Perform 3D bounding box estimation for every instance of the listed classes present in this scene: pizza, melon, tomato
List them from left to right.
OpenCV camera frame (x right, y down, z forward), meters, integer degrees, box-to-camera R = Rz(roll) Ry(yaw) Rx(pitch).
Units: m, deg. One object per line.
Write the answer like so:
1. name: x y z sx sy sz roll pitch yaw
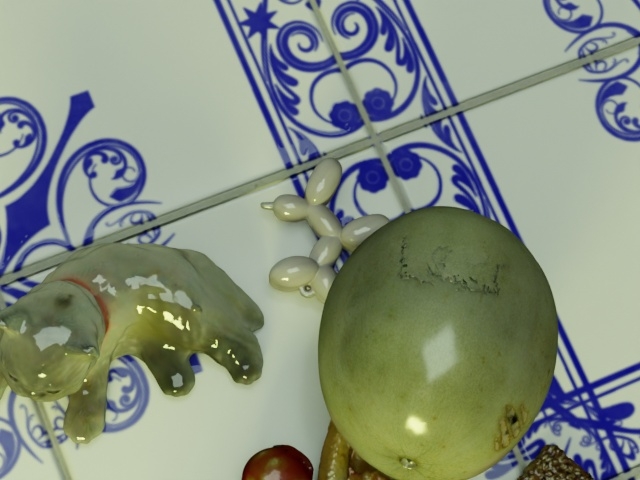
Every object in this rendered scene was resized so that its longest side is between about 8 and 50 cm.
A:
1. tomato: -0.046 0.273 1.727 0.087 0.087 0.075 38 71 6
2. pizza: 0.064 0.320 1.738 0.134 0.056 0.271 -2 75 -2
3. melon: 0.133 0.106 1.692 0.268 0.268 0.330 19 57 0

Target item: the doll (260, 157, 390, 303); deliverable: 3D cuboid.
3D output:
1. doll: 0.000 0.000 1.820 0.160 0.059 0.161 -37 81 -14

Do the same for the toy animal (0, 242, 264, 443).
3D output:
1. toy animal: -0.219 0.102 1.715 0.308 0.188 0.266 22 65 5

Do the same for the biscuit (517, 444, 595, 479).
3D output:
1. biscuit: 0.245 0.354 1.747 0.131 0.025 0.231 40 68 8
